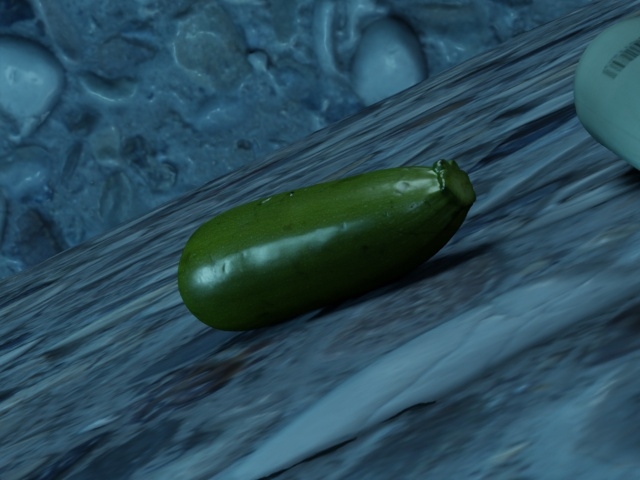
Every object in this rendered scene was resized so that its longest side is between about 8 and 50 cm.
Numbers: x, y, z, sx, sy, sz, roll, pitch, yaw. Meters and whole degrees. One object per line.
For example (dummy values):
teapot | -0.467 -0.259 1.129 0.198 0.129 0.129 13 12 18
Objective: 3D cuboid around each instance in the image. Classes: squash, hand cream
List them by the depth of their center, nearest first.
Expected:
hand cream | 0.175 -0.055 0.820 0.109 0.067 0.321 -26 11 -3
squash | 0.000 0.000 1.006 0.201 0.066 0.066 -21 8 43
